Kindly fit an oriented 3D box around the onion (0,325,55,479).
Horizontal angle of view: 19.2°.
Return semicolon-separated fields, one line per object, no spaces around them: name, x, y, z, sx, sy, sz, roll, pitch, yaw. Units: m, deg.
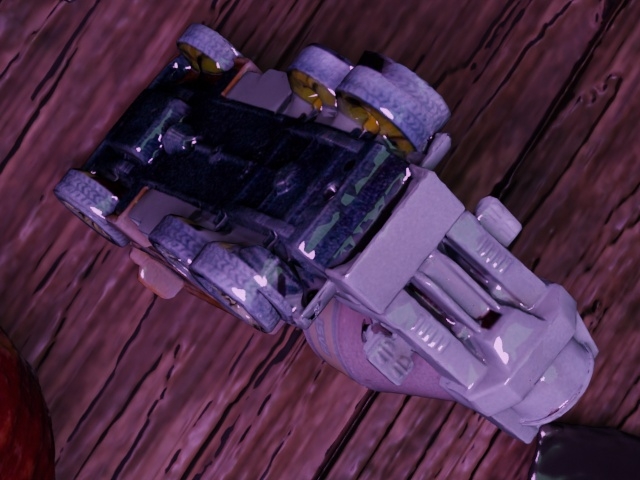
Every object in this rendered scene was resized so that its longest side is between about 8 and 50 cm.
onion;-0.222;0.109;0.724;0.246;0.190;0.246;-1;128;-1

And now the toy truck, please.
toy truck;0.000;0.000;0.782;0.140;0.257;0.108;43;79;-28

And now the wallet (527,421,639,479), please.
wallet;0.218;0.239;1.004;0.323;0.041;0.247;15;83;-32

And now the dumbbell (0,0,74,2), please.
dumbbell;-0.162;-0.078;0.791;0.110;0.110;0.254;32;90;-23
